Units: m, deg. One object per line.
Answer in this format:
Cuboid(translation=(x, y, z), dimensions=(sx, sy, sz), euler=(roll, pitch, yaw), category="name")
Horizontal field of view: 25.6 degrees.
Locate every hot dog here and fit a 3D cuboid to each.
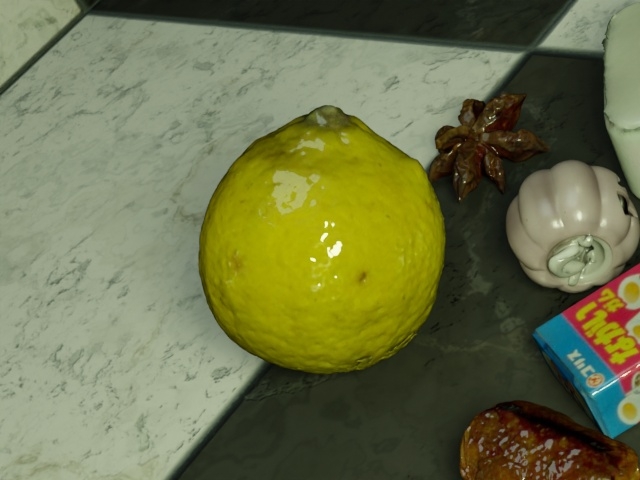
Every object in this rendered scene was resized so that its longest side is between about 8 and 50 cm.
Cuboid(translation=(0.271, 0.270, 1.649), dimensions=(0.160, 0.099, 0.227), euler=(-44, 38, -18), category="hot dog")

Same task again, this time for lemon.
Cuboid(translation=(0.000, 0.000, 1.948), dimensions=(0.350, 0.387, 0.350), euler=(-2, 29, 1), category="lemon")

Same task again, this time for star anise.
Cuboid(translation=(0.249, -0.155, 2.197), dimensions=(0.196, 0.111, 0.212), euler=(-18, 29, 6), category="star anise")

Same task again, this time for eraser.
Cuboid(translation=(0.521, -0.201, 2.011), dimensions=(0.331, 0.150, 0.331), euler=(-18, 35, 13), category="eraser")

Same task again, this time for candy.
Cuboid(translation=(0.434, 0.101, 1.741), dimensions=(0.306, 0.100, 0.157), euler=(-31, 36, -2), category="candy")

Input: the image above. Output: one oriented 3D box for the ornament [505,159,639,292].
Cuboid(translation=(0.339, -0.013, 1.890), dimensions=(0.177, 0.177, 0.177), euler=(-20, 36, 15), category="ornament")
